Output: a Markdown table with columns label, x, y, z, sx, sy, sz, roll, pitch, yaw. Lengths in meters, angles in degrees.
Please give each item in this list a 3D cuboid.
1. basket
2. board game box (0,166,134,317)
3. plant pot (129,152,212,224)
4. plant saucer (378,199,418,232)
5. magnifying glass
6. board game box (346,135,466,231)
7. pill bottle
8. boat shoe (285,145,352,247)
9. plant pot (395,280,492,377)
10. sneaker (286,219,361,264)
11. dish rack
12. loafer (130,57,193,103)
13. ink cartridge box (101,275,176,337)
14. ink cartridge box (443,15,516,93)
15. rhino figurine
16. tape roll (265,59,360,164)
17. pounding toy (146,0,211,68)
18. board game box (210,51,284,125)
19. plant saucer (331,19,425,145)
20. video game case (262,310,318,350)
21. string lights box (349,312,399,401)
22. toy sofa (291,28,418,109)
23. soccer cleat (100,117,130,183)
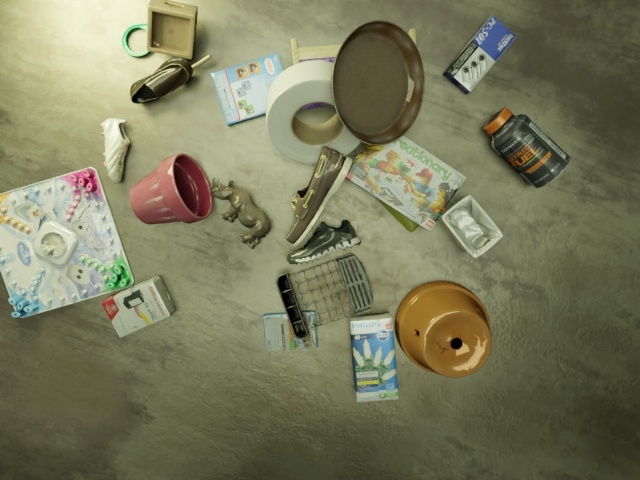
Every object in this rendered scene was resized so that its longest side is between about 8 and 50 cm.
| label | x | y | z | sx | sy | sz | roll | pitch | yaw |
| --- | --- | --- | --- | --- | --- | --- | --- | --- | --- |
| basket | 0.445 | -0.045 | 1.547 | 0.113 | 0.103 | 0.167 | -40 | 95 | 4 |
| board game box | -0.824 | 0.012 | 1.581 | 0.391 | 0.050 | 0.389 | -16 | 96 | 2 |
| plant pot | -0.446 | -0.132 | 1.505 | 0.180 | 0.201 | 0.201 | -18 | 96 | 18 |
| plant saucer | 0.282 | -0.150 | 1.564 | 0.188 | 0.045 | 0.188 | 45 | 94 | -4 |
| magnifying glass | -0.488 | -0.629 | 1.524 | 0.231 | 0.026 | 0.092 | -31 | 95 | 2 |
| board game box | 0.247 | -0.187 | 1.510 | 0.305 | 0.053 | 0.192 | 32 | 95 | -3 |
| pill bottle | 0.597 | -0.279 | 1.508 | 0.246 | 0.130 | 0.130 | 42 | 95 | -3 |
| boat shoe | -0.027 | -0.125 | 1.505 | 0.097 | 0.116 | 0.324 | 29 | 116 | -9 |
| plant pot | 0.383 | 0.281 | 1.533 | 0.291 | 0.203 | 0.290 | 0 | 96 | -1 |
| sneaker | 0.000 | 0.000 | 1.568 | 0.235 | 0.078 | 0.106 | -19 | 93 | -2 |
| dish rack | 0.021 | 0.164 | 1.575 | 0.272 | 0.074 | 0.208 | -19 | 90 | 2 |
| loafer | -0.464 | -0.450 | 1.489 | 0.220 | 0.078 | 0.080 | -23 | 132 | 22 |
| ink cartridge box | -0.559 | 0.203 | 1.586 | 0.175 | 0.072 | 0.127 | -24 | 100 | 3 |
| ink cartridge box | 0.470 | -0.548 | 1.521 | 0.097 | 0.046 | 0.207 | 40 | 95 | -5 |
| rhino figurine | -0.247 | -0.096 | 1.558 | 0.106 | 0.073 | 0.243 | -39 | 93 | 6 |
| tape roll | -0.012 | -0.351 | 1.436 | 0.287 | 0.100 | 0.286 | -4 | 139 | -3 |
| pounding toy | -0.406 | -0.575 | 1.495 | 0.181 | 0.094 | 0.206 | 7 | 131 | -13 |
| board game box | -0.202 | -0.451 | 1.536 | 0.212 | 0.039 | 0.160 | -16 | 96 | 2 |
| plant saucer | 0.144 | -0.406 | 1.335 | 0.311 | 0.050 | 0.310 | -10 | 108 | -33 |
| video game case | -0.095 | 0.288 | 1.628 | 0.167 | 0.015 | 0.119 | -4 | 96 | 1 |
| string lights box | 0.166 | 0.364 | 1.604 | 0.134 | 0.077 | 0.259 | -6 | 96 | 2 |
| toy sofa | 0.097 | -0.488 | 1.476 | 0.363 | 0.150 | 0.176 | -4 | 95 | 0 |
| soccer cleat | -0.612 | -0.271 | 1.544 | 0.076 | 0.068 | 0.196 | -5 | 93 | -2 |
